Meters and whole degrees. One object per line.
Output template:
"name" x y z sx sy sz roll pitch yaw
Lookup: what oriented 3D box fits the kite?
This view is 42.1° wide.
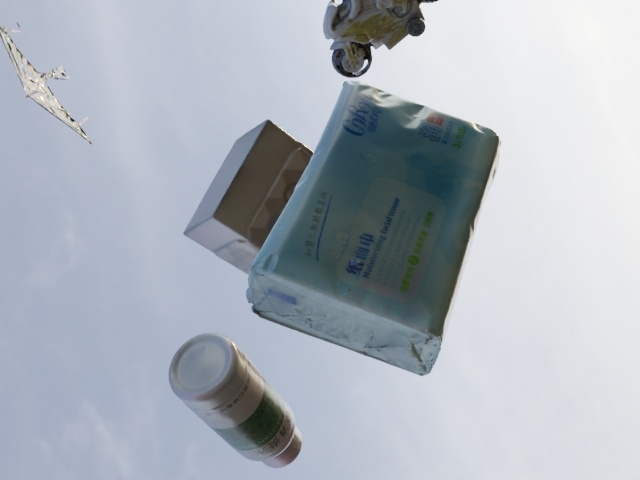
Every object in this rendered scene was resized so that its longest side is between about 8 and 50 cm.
"kite" -0.333 -0.197 0.998 0.198 0.006 0.244 56 -176 -20

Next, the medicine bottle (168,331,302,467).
"medicine bottle" -0.098 0.214 1.061 0.095 0.095 0.260 -68 -29 -26

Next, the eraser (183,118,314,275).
"eraser" 0.001 0.000 1.327 0.397 0.082 0.213 34 -99 -29

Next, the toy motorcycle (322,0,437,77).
"toy motorcycle" 0.078 -0.350 1.229 0.151 0.228 0.074 38 -154 -23

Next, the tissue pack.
"tissue pack" 0.060 -0.024 0.780 0.089 0.177 0.263 102 -170 -51
